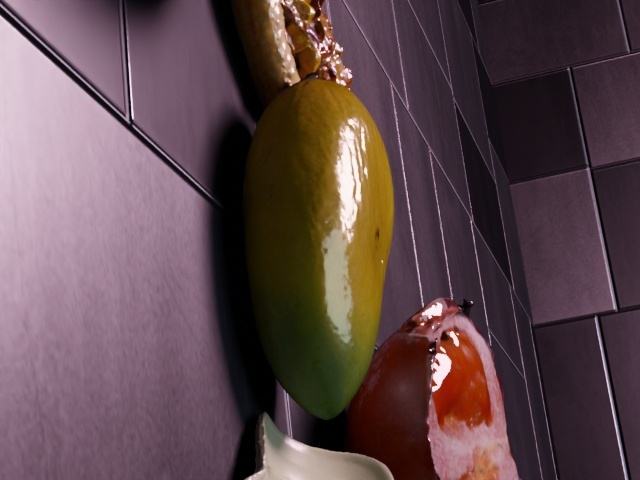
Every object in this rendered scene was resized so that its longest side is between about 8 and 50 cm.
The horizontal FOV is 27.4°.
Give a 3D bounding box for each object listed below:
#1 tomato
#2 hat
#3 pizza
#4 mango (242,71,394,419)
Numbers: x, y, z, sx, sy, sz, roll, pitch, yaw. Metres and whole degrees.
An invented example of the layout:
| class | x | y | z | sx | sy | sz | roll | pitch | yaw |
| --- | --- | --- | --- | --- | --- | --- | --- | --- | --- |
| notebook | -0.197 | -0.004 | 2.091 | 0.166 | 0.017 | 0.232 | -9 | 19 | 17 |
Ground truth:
| class | x | y | z | sx | sy | sz | roll | pitch | yaw |
| --- | --- | --- | --- | --- | --- | --- | --- | --- | --- |
| tomato | 0.072 | 0.163 | 0.981 | 0.199 | 0.112 | 0.228 | 15 | 65 | -66 |
| hat | -0.013 | 0.160 | 0.758 | 0.122 | 0.081 | 0.166 | 28 | 20 | -21 |
| pizza | -0.015 | -0.133 | 0.987 | 0.127 | 0.058 | 0.246 | -85 | 160 | -52 |
| mango | -0.002 | -0.006 | 0.865 | 0.238 | 0.091 | 0.137 | -87 | 157 | -44 |
